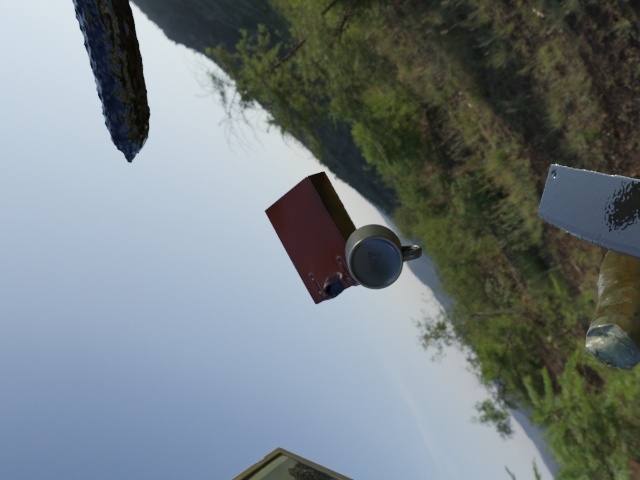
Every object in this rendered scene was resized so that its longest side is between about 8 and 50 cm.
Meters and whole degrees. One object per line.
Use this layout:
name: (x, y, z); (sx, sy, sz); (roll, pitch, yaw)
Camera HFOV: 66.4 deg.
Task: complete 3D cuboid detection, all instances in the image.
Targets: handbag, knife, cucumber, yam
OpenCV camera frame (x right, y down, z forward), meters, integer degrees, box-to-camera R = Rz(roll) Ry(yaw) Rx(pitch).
handbag: (0.000, 0.000, 0.807); (0.062, 0.127, 0.190); (-23, -98, -48)
knife: (0.287, -0.021, 0.442); (0.019, 0.072, 0.245); (6, -167, -17)
cucumber: (-0.273, -0.242, 0.644); (0.072, 0.072, 0.300); (-109, 15, -51)
yam: (0.416, 0.052, 0.660); (0.067, 0.071, 0.317); (38, -134, 9)

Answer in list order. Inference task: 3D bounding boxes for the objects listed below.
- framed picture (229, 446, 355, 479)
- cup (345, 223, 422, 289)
framed picture: (-0.053, 0.406, 0.732); (0.289, 0.213, 0.016); (1, -80, -62)
cup: (0.082, 0.020, 0.629); (0.077, 0.100, 0.078); (-68, -30, -80)
